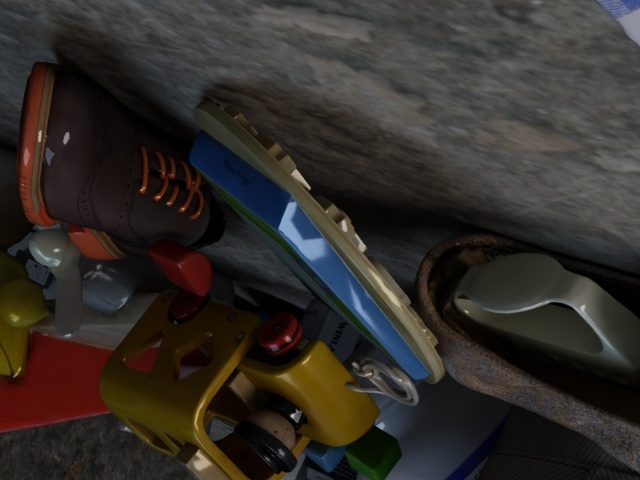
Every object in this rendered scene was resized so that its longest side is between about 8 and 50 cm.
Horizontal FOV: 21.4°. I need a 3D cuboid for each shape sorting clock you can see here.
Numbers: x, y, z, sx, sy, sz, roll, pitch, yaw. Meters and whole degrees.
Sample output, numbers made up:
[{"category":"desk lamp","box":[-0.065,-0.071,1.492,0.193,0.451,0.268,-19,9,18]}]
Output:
[{"category":"shape sorting clock","box":[0.000,0.000,0.952,0.206,0.040,0.206,45,176,4]}]

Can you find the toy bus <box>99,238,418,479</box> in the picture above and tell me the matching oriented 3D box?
[{"category":"toy bus","box":[-0.050,0.106,1.060,0.191,0.104,0.202,34,162,11]}]

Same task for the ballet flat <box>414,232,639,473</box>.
[{"category":"ballet flat","box":[0.170,0.064,0.881,0.316,0.108,0.106,13,150,40]}]

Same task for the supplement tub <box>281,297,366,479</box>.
[{"category":"supplement tub","box":[0.008,0.150,1.332,0.117,0.190,0.117,24,167,6]}]

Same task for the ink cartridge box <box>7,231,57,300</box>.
[{"category":"ink cartridge box","box":[-0.309,0.026,1.727,0.150,0.063,0.109,32,166,-31]}]

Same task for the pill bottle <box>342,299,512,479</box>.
[{"category":"pill bottle","box":[0.122,0.177,1.209,0.272,0.152,0.152,45,167,0]}]

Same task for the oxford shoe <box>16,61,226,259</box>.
[{"category":"oxford shoe","box":[-0.118,-0.046,1.038,0.098,0.097,0.271,5,171,7]}]

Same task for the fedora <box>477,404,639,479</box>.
[{"category":"fedora","box":[0.199,0.132,1.013,0.275,0.124,0.243,4,166,41]}]

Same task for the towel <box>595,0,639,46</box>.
[{"category":"towel","box":[0.212,-0.033,0.542,0.209,0.034,0.285,13,163,42]}]

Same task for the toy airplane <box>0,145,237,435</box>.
[{"category":"toy airplane","box":[-0.227,0.056,1.347,0.386,0.273,0.384,-8,-179,9]}]

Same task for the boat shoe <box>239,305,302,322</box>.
[{"category":"boat shoe","box":[0.037,0.133,1.473,0.258,0.109,0.089,42,-166,8]}]
